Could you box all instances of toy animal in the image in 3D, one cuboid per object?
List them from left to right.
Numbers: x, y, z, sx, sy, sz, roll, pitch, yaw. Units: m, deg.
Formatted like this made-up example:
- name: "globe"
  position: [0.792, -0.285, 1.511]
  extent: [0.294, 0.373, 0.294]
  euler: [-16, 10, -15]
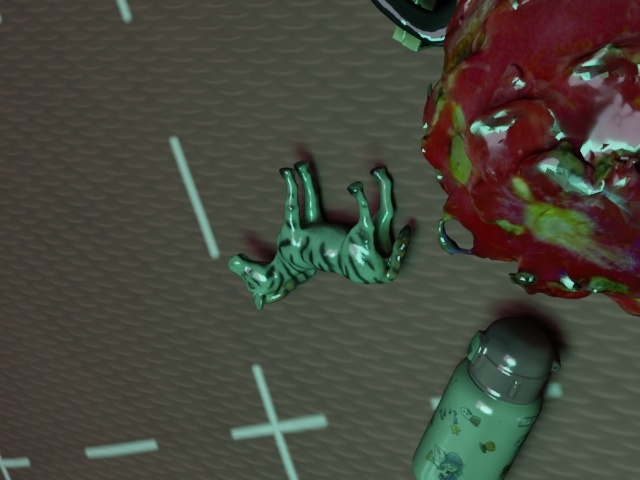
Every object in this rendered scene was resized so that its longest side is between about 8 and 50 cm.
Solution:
- name: "toy animal"
  position: [-0.008, -0.016, 1.285]
  extent: [0.255, 0.090, 0.170]
  euler: [-11, 104, 41]

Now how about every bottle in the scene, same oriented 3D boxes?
- name: "bottle"
  position: [0.191, 0.193, 1.189]
  extent: [0.110, 0.110, 0.233]
  euler: [34, 124, 23]

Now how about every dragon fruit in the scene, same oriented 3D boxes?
- name: "dragon fruit"
  position: [0.267, -0.081, 0.897]
  extent: [0.386, 0.249, 0.371]
  euler: [33, 131, -3]

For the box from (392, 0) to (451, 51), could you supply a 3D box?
- name: "box"
  position: [0.120, -0.247, 1.101]
  extent: [0.035, 0.083, 0.079]
  euler: [35, 125, 22]

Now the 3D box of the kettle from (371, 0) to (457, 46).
- name: "kettle"
  position: [0.148, -0.338, 0.964]
  extent: [0.271, 0.251, 0.207]
  euler: [49, 165, -4]
